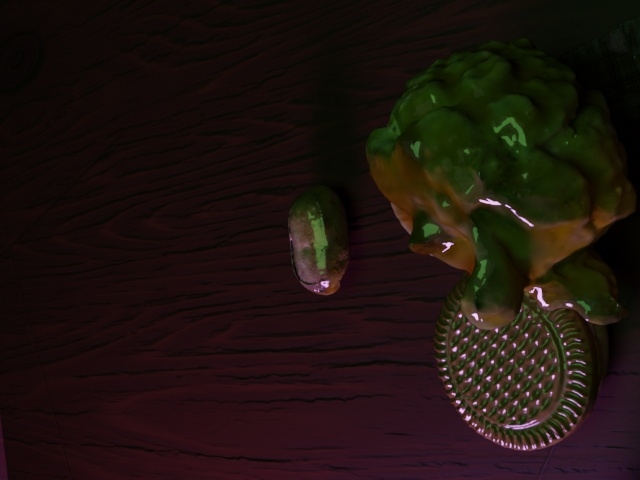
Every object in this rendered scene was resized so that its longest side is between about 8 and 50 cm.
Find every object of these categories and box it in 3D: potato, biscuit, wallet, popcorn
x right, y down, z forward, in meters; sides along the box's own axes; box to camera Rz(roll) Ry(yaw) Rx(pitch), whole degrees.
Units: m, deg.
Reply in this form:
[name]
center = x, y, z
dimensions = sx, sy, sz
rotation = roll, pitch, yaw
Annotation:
[potato]
center = 0.000, 0.000, 1.427
dimensions = 0.107, 0.080, 0.171
rotation = -10, 90, 38
[biscuit]
center = 0.255, 0.137, 1.181
dimensions = 0.259, 0.079, 0.259
rotation = 8, 101, 46
[wallet]
center = 0.385, -0.200, 1.037
dimensions = 0.230, 0.042, 0.124
rotation = -22, 85, 47
[popcorn]
center = 0.216, -0.076, 1.047
dimensions = 0.335, 0.274, 0.279
rotation = 35, 130, 41
